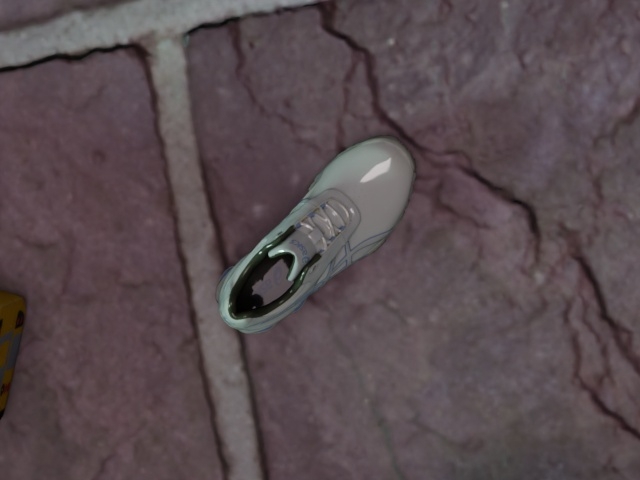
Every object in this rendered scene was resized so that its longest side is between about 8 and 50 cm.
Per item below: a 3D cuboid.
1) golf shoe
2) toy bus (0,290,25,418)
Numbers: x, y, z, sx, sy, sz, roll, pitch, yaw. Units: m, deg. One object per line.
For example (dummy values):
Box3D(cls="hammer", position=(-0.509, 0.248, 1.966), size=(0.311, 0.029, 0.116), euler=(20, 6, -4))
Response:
Box3D(cls="golf shoe", position=(0.000, 0.000, 0.932), size=(0.069, 0.086, 0.176), euler=(43, 94, 0))
Box3D(cls="toy bus", position=(-0.386, 0.067, 0.939), size=(0.333, 0.108, 0.130), euler=(13, 95, 1))
